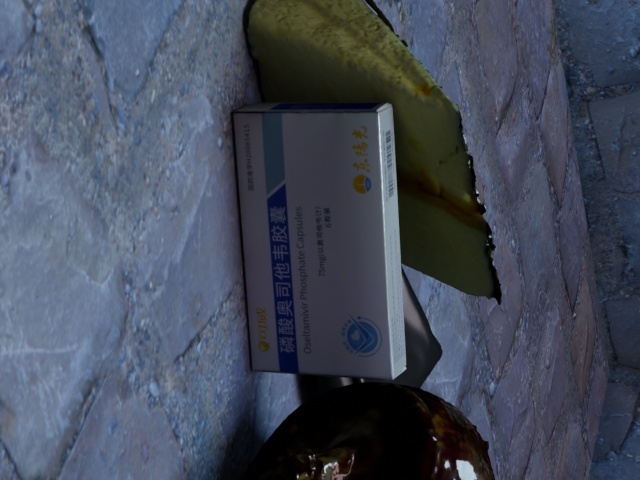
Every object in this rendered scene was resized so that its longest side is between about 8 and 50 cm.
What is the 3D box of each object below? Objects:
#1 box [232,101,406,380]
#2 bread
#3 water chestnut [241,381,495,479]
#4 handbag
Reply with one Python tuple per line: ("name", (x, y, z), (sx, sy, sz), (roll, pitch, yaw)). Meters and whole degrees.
("box", (0.000, 0.000, 2.034), (0.065, 0.200, 0.343), (-31, 120, -64))
("bread", (0.102, -0.163, 2.136), (0.346, 0.405, 0.242), (88, 27, -45))
("water chestnut", (0.047, 0.319, 1.974), (0.302, 0.350, 0.350), (45, 47, -40))
("handbag", (0.063, 0.147, 2.342), (0.285, 0.113, 0.257), (-49, 130, -50))
